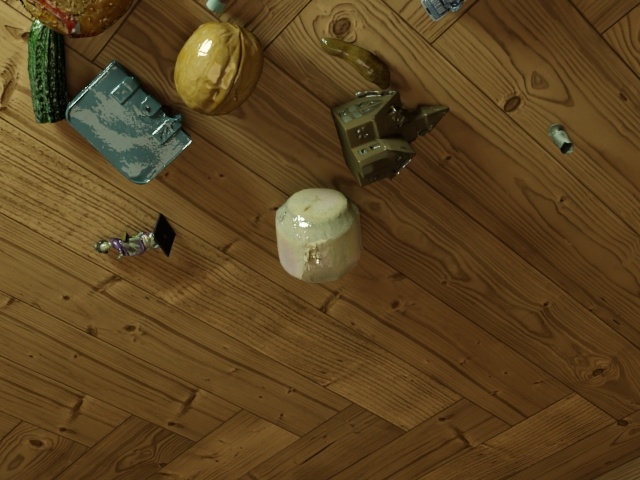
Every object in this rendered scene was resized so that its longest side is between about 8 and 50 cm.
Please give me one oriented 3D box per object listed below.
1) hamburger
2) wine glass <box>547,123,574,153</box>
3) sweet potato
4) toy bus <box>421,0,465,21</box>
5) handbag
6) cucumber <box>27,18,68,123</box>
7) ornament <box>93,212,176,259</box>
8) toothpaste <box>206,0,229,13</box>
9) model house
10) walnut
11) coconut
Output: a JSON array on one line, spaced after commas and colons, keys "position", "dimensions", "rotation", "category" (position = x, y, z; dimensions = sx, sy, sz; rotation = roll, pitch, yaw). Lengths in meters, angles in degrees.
[{"position": [-0.457, -0.480, 1.370], "dimensions": [0.231, 0.107, 0.231], "rotation": [-13, 129, -17], "category": "hamburger"}, {"position": [0.541, -0.225, 1.674], "dimensions": [0.039, 0.083, 0.042], "rotation": [-6, 129, -4], "category": "wine glass"}, {"position": [0.082, -0.372, 1.543], "dimensions": [0.182, 0.054, 0.053], "rotation": [29, 116, -23], "category": "sweet potato"}, {"position": [0.279, -0.502, 1.418], "dimensions": [0.190, 0.075, 0.064], "rotation": [-31, 128, 22], "category": "toy bus"}, {"position": [-0.402, -0.247, 1.578], "dimensions": [0.179, 0.062, 0.229], "rotation": [-41, 113, 5], "category": "handbag"}, {"position": [-0.561, -0.348, 1.527], "dimensions": [0.077, 0.077, 0.265], "rotation": [4, 130, -6], "category": "cucumber"}, {"position": [-0.468, 0.012, 1.844], "dimensions": [0.203, 0.081, 0.088], "rotation": [-14, 131, 10], "category": "ornament"}, {"position": [-0.155, -0.524, 1.409], "dimensions": [0.056, 0.036, 0.205], "rotation": [25, 123, -20], "category": "toothpaste"}, {"position": [0.175, -0.233, 1.619], "dimensions": [0.248, 0.176, 0.181], "rotation": [-23, 131, -3], "category": "model house"}, {"position": [-0.205, -0.340, 1.491], "dimensions": [0.165, 0.165, 0.197], "rotation": [27, 118, -24], "category": "walnut"}, {"position": [0.000, 0.000, 1.770], "dimensions": [0.224, 0.224, 0.234], "rotation": [-4, 120, 1], "category": "coconut"}]
